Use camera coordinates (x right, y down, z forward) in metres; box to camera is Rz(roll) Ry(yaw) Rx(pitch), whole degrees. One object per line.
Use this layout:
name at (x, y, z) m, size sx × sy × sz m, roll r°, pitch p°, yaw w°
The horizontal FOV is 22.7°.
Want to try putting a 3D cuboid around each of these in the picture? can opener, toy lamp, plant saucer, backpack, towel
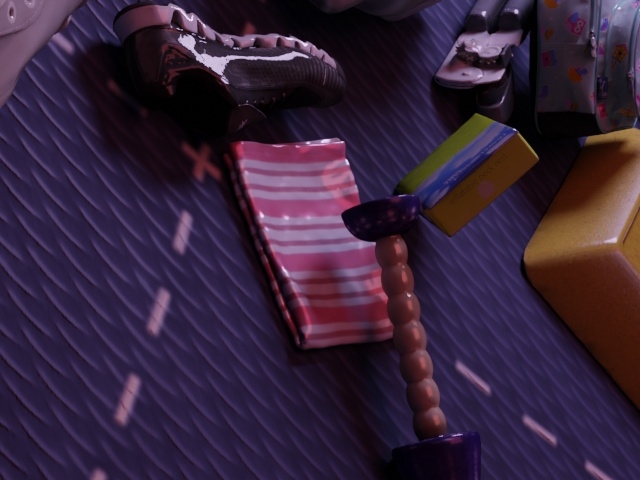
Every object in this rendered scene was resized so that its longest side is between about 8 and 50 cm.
can opener at (0.196, -0.225, 1.752) m, size 0.280 × 0.074 × 0.093 m, roll -61°, pitch 146°, yaw -46°
toy lamp at (0.081, 0.101, 1.361) m, size 0.080 × 0.080 × 0.275 m, roll -4°, pitch 77°, yaw -48°
plant saucer at (0.394, 0.047, 1.750) m, size 0.333 × 0.081 × 0.333 m, roll 49°, pitch 38°, yaw -10°
backpack at (0.301, -0.210, 1.729) m, size 0.166 × 0.144 × 0.189 m, roll -13°, pitch 96°, yaw -61°
towel at (0.000, 0.000, 1.405) m, size 0.144 × 0.029 × 0.197 m, roll -6°, pitch 69°, yaw -47°

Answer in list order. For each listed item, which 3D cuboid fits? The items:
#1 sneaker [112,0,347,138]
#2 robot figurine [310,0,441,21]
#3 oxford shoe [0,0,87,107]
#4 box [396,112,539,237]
sneaker at (-0.073, -0.130, 1.386) m, size 0.234 × 0.078 × 0.106 m, roll 11°, pitch 59°, yaw -37°
robot figurine at (0.112, -0.350, 1.576) m, size 0.353 × 0.300 × 0.200 m, roll -30°, pitch 59°, yaw -25°
oxford shoe at (-0.247, -0.201, 1.219) m, size 0.449 × 0.169 × 0.130 m, roll -66°, pitch 156°, yaw -55°
box at (0.133, -0.061, 1.456) m, size 0.042 × 0.109 × 0.178 m, roll 48°, pitch 1°, yaw -11°
